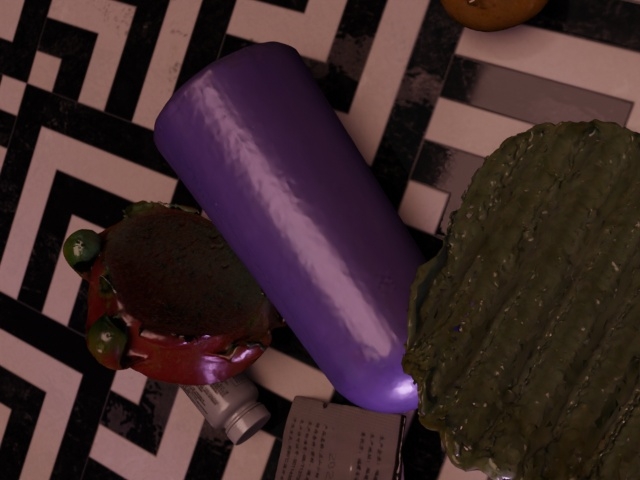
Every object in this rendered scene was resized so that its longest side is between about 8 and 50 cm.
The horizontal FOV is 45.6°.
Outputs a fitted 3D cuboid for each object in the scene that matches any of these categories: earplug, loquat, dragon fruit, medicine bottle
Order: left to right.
[{"bbox_3d":[-0.183,0.069,0.973,0.295,0.268,0.130,22,136,-5],"label":"dragon fruit"},{"bbox_3d":[-0.134,0.203,1.028,0.140,0.079,0.079,46,105,17],"label":"medicine bottle"},{"bbox_3d":[0.000,0.000,0.917,0.215,0.215,0.456,-37,78,18],"label":"earplug"},{"bbox_3d":[0.199,-0.308,0.877,0.141,0.141,0.141,-1,88,23],"label":"loquat"}]

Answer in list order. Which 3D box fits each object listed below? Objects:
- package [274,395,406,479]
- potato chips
[{"bbox_3d":[0.018,0.329,0.937,0.203,0.062,0.251,-2,83,42],"label":"package"},{"bbox_3d":[0.279,0.059,0.763,0.358,0.070,0.429,24,67,25],"label":"potato chips"}]
